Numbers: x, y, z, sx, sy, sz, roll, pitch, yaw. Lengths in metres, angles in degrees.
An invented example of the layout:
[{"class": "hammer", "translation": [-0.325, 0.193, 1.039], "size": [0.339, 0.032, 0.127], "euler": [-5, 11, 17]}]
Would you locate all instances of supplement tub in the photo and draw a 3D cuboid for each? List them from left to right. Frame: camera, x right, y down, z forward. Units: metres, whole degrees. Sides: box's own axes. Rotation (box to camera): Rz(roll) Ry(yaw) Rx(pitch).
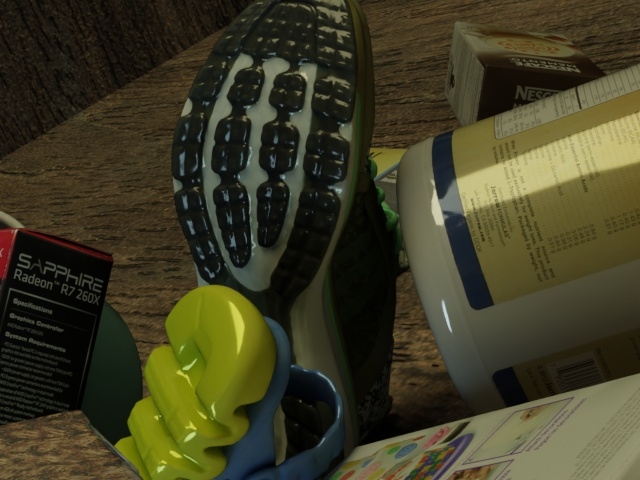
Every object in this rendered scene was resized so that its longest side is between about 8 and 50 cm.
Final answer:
[{"class": "supplement tub", "translation": [0.235, -0.010, 0.928], "size": [0.316, 0.228, 0.228], "euler": [-19, 20, 15]}]

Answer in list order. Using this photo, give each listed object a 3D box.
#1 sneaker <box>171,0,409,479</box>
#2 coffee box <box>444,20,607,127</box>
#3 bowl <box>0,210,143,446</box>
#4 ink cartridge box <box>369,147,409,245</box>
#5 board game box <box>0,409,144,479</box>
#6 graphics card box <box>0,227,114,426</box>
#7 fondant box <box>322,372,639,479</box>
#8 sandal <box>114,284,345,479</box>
[{"class": "sneaker", "translation": [0.000, 0.000, 0.987], "size": [0.158, 0.410, 0.182], "euler": [18, 27, 31]}, {"class": "coffee box", "translation": [0.228, -0.171, 1.471], "size": [0.141, 0.098, 0.246], "euler": [5, 20, -5]}, {"class": "bowl", "translation": [-0.272, 0.142, 1.118], "size": [0.311, 0.163, 0.312], "euler": [-16, 63, 35]}, {"class": "ink cartridge box", "translation": [0.056, -0.051, 1.490], "size": [0.307, 0.072, 0.303], "euler": [-36, 23, -26]}, {"class": "board game box", "translation": [-0.119, 0.250, 0.538], "size": [0.141, 0.291, 0.232], "euler": [-10, 12, -24]}, {"class": "graphics card box", "translation": [-0.284, 0.178, 0.933], "size": [0.233, 0.094, 0.371], "euler": [-2, 73, 44]}, {"class": "fondant box", "translation": [0.055, 0.192, 0.684], "size": [0.238, 0.096, 0.330], "euler": [-38, 7, -35]}, {"class": "sandal", "translation": [-0.087, 0.181, 0.879], "size": [0.317, 0.138, 0.126], "euler": [-54, 41, 21]}]
